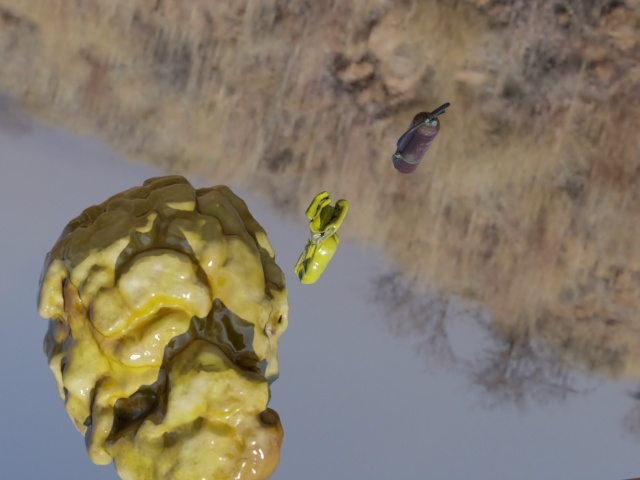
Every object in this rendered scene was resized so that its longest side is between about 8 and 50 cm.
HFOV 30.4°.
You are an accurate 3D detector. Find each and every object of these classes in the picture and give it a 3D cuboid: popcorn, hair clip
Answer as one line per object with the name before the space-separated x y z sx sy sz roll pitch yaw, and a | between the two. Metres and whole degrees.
popcorn | -0.141 0.099 1.079 0.225 0.265 0.332 -2 -132 -28
hair clip | 0.000 0.000 1.490 0.046 0.072 0.173 26 148 6

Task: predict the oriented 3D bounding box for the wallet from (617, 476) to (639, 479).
wallet | 0.384 0.227 1.091 0.232 0.025 0.119 -5 175 -14

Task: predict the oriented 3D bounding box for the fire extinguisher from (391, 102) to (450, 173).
fire extinguisher | 0.143 -0.152 1.784 0.045 0.078 0.157 54 156 12
